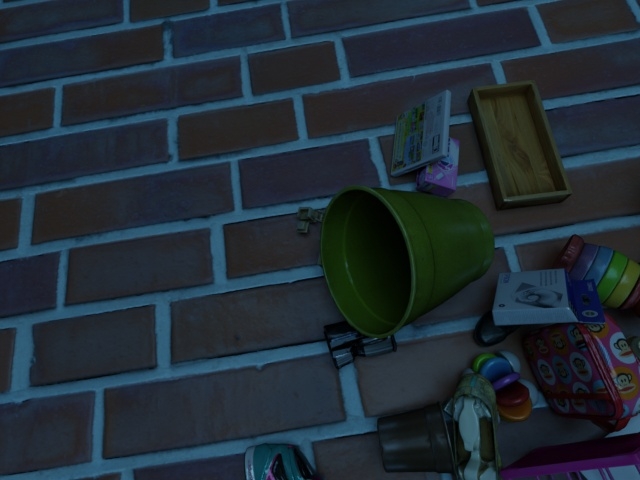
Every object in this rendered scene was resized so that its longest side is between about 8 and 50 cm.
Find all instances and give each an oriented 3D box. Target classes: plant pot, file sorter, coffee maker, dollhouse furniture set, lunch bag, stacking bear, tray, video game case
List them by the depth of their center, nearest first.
[{"bbox_3d":[0.591,0.540,0.898,0.202,0.291,0.182,3,60,-40],"label":"file sorter"},{"bbox_3d":[0.627,0.320,1.009,0.120,0.293,0.258,-15,70,-6],"label":"lunch bag"},{"bbox_3d":[0.232,0.497,1.051,0.165,0.167,0.167,-12,70,9],"label":"plant pot"},{"bbox_3d":[0.241,0.026,1.097,0.353,0.366,0.366,-10,68,-31],"label":"plant pot"},{"bbox_3d":[0.776,0.113,1.114,0.289,0.175,0.164,29,41,24],"label":"stacking bear"},{"bbox_3d":[0.101,0.252,1.173,0.178,0.120,0.171,-15,46,-3],"label":"coffee maker"},{"bbox_3d":[0.000,0.000,1.285,0.161,0.101,0.182,3,70,31],"label":"dollhouse furniture set"},{"bbox_3d":[0.311,-0.328,1.319,0.026,0.206,0.227,21,68,-33],"label":"video game case"},{"bbox_3d":[0.618,-0.306,1.341,0.203,0.076,0.411,-7,71,1],"label":"tray"}]

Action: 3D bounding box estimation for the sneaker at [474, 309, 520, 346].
[{"bbox_3d":[0.519,0.202,1.143,0.227,0.130,0.087,-30,70,-4],"label":"sneaker"}]

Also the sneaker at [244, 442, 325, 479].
[{"bbox_3d":[-0.070,0.642,1.038,0.178,0.124,0.295,-19,69,7],"label":"sneaker"}]

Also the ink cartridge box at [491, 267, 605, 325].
[{"bbox_3d":[0.544,0.131,1.027,0.224,0.223,0.045,-7,107,28],"label":"ink cartridge box"}]

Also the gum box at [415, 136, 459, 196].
[{"bbox_3d":[0.367,-0.243,1.323,0.107,0.062,0.188,15,71,-13],"label":"gum box"}]

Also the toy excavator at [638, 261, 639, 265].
[{"bbox_3d":[1.148,0.158,1.089,0.445,0.222,0.433,-17,72,-11],"label":"toy excavator"}]

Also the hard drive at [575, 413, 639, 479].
[{"bbox_3d":[0.795,0.540,1.008,0.307,0.040,0.203,-29,48,-10],"label":"hard drive"}]

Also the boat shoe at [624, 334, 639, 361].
[{"bbox_3d":[0.911,0.355,1.075,0.302,0.103,0.113,32,76,13],"label":"boat shoe"}]

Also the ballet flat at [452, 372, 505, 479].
[{"bbox_3d":[0.366,0.497,1.005,0.123,0.123,0.348,-3,91,3],"label":"ballet flat"}]

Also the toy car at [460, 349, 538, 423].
[{"bbox_3d":[0.465,0.373,1.081,0.159,0.136,0.182,-25,71,-4],"label":"toy car"}]

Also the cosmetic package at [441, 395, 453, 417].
[{"bbox_3d":[0.373,0.459,1.099,0.115,0.060,0.041,36,79,16],"label":"cosmetic package"}]
